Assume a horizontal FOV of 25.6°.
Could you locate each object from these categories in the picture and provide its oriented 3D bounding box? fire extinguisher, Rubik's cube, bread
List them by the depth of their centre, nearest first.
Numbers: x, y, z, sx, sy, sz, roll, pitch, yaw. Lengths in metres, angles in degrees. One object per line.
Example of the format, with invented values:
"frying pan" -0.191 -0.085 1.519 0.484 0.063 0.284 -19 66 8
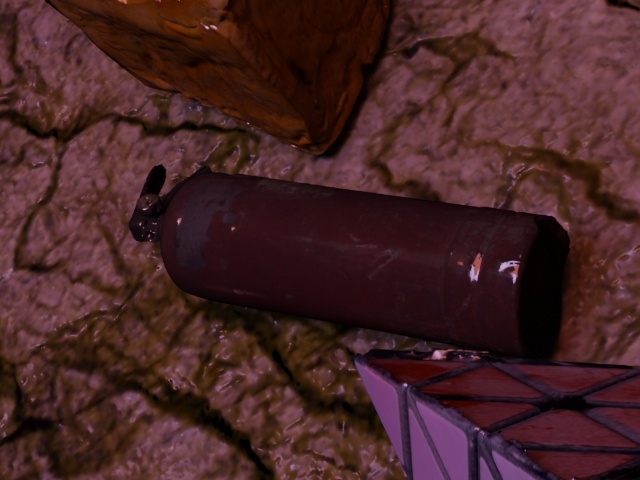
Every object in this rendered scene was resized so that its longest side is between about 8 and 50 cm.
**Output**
"Rubik's cube" 0.088 0.141 0.619 0.190 0.211 0.178 13 103 44
"fire extinguisher" 0.000 0.000 0.743 0.268 0.072 0.089 9 46 32
"bread" -0.050 -0.151 0.786 0.143 0.158 0.149 19 82 32
